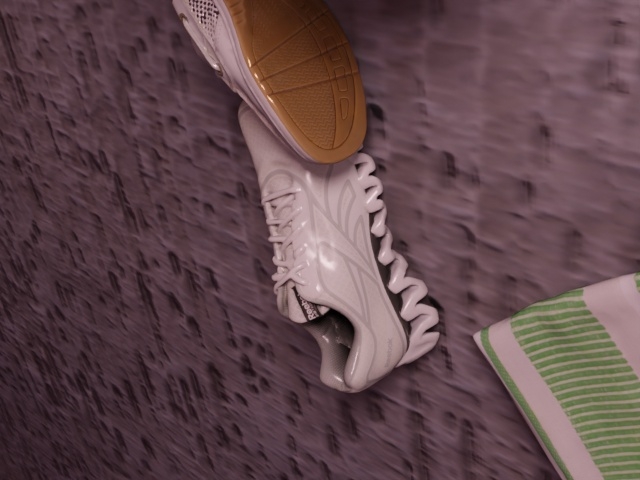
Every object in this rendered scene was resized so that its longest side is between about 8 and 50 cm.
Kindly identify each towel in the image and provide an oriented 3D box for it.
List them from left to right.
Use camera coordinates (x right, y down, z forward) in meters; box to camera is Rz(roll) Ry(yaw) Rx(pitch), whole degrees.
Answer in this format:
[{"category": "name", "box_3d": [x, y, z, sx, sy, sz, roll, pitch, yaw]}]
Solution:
[{"category": "towel", "box_3d": [0.279, 0.131, 0.667, 0.247, 0.038, 0.325, 58, 145, -4]}]

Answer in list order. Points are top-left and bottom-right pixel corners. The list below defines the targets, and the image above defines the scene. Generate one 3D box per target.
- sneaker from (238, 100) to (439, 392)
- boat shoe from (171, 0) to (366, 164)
[{"category": "sneaker", "box_3d": [0.000, 0.000, 0.815, 0.110, 0.118, 0.292, -14, 106, 55]}, {"category": "boat shoe", "box_3d": [-0.060, -0.175, 0.759, 0.277, 0.098, 0.096, 60, 146, 5]}]
